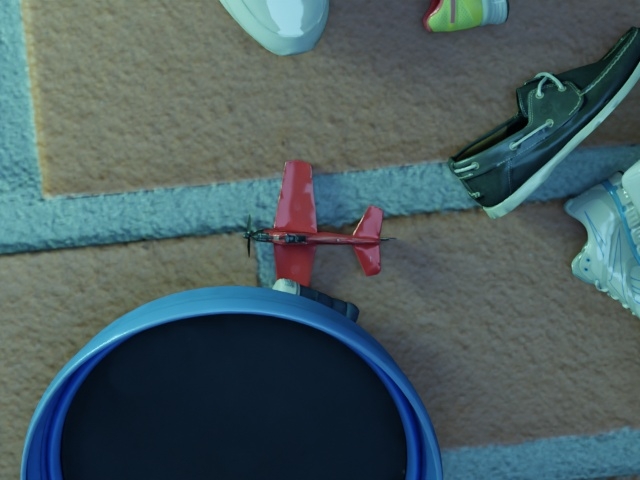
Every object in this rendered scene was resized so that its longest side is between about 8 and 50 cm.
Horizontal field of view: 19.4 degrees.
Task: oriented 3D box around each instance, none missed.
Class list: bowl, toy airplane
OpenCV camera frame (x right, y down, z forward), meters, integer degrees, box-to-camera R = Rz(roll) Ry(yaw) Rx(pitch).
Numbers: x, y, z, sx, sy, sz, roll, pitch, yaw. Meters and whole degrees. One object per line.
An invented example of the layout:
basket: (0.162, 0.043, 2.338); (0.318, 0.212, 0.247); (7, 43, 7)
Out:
bowl: (-0.082, 0.219, 1.743); (0.391, 0.077, 0.391); (0, 115, -1)
toy airplane: (0.000, 0.000, 1.807); (0.151, 0.028, 0.151); (-1, 97, -4)

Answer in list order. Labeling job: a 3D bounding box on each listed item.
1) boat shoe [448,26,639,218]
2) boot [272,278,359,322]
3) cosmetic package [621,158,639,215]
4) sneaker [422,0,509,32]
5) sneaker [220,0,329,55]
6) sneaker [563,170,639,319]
boat shoe: (0.224, -0.126, 1.784); (0.233, 0.084, 0.079); (-43, 97, 4)
boot: (-0.030, 0.137, 1.799); (0.086, 0.069, 0.190); (19, 100, -13)
cosmetic package: (0.539, -0.006, 1.620); (0.327, 0.329, 0.393); (-26, 98, 42)
sneaker: (0.104, -0.291, 1.761); (0.094, 0.081, 0.208); (-20, 97, 0)
sneaker: (-0.058, -0.318, 1.711); (0.114, 0.152, 0.305); (-13, 98, -5)
sneaker: (0.291, 0.034, 1.819); (0.083, 0.071, 0.190); (-21, 90, 6)
